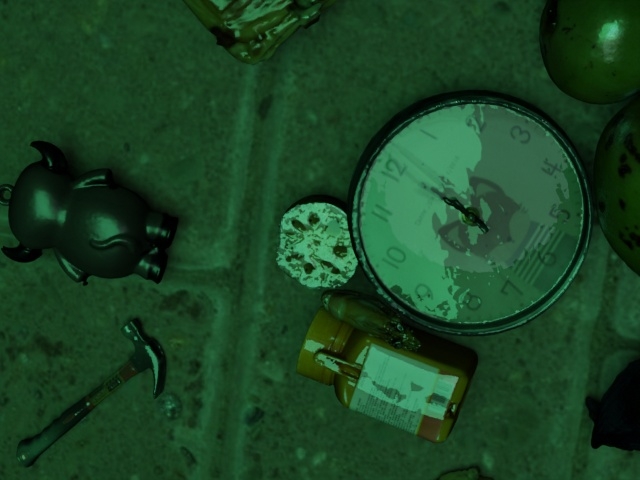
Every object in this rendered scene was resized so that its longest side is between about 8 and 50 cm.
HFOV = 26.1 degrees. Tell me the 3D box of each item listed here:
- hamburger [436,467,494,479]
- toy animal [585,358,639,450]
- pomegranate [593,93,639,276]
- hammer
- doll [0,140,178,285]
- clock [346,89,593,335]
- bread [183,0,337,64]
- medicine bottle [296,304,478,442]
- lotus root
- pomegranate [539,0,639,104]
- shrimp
[{"bbox_3d":[0.211,0.490,1.850,0.162,0.209,0.330,-14,95,15],"label":"hamburger"},{"bbox_3d":[0.443,0.185,1.752,0.122,0.185,0.298,47,125,-3],"label":"toy animal"},{"bbox_3d":[0.457,-0.032,1.642,0.290,0.323,0.291,5,137,5],"label":"pomegranate"},{"bbox_3d":[-0.341,0.239,2.026,0.287,0.033,0.111,-38,89,17],"label":"hammer"},{"bbox_3d":[-0.330,-0.029,1.929,0.257,0.117,0.182,19,102,9],"label":"doll"},{"bbox_3d":[0.196,-0.033,1.797,0.325,0.067,0.325,0,101,1],"label":"clock"},{"bbox_3d":[-0.093,-0.451,1.764,0.314,0.191,0.370,-41,101,11],"label":"bread"},{"bbox_3d":[0.088,0.172,1.849,0.222,0.149,0.112,21,102,9],"label":"medicine bottle"},{"bbox_3d":[0.003,0.001,1.875,0.112,0.081,0.122,10,102,10],"label":"lotus root"},{"bbox_3d":[0.373,-0.253,1.691,0.210,0.179,0.179,5,101,12],"label":"pomegranate"},{"bbox_3d":[0.070,0.097,1.789,0.184,0.091,0.043,33,115,52],"label":"shrimp"}]
